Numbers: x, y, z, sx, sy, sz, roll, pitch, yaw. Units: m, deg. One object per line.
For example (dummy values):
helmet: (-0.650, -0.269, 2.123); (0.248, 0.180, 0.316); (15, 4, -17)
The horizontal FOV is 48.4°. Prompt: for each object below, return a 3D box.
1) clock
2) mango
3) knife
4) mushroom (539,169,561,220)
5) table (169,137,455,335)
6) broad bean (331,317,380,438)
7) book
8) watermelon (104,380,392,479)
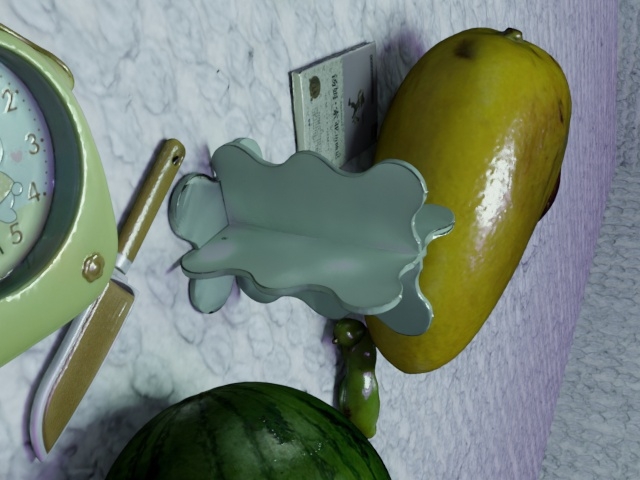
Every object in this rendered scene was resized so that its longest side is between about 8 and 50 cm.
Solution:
clock: (-0.197, -0.044, 0.363); (0.170, 0.069, 0.231); (-39, 130, -51)
mango: (0.165, -0.050, 0.893); (0.301, 0.221, 0.444); (33, 77, -74)
knife: (-0.150, 0.037, 0.526); (0.256, 0.022, 0.046); (-69, 154, -21)
mushroom: (0.312, -0.129, 1.194); (0.297, 0.163, 0.278); (-49, 139, -47)
table: (0.000, 0.000, 0.605); (0.166, 0.198, 0.166); (-29, 123, -56)
broad bean: (0.049, 0.184, 0.913); (0.070, 0.048, 0.213); (-44, 133, -42)
book: (0.022, -0.146, 0.800); (0.182, 0.014, 0.127); (-38, 132, -52)
watermelon: (-0.052, 0.229, 0.538); (0.242, 0.243, 0.242); (-27, 122, -57)
